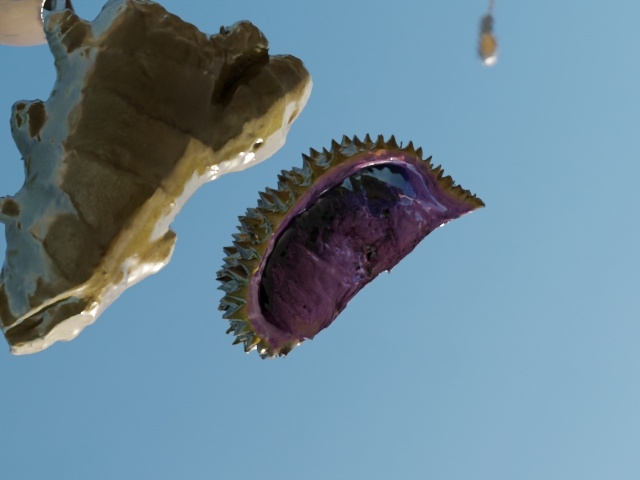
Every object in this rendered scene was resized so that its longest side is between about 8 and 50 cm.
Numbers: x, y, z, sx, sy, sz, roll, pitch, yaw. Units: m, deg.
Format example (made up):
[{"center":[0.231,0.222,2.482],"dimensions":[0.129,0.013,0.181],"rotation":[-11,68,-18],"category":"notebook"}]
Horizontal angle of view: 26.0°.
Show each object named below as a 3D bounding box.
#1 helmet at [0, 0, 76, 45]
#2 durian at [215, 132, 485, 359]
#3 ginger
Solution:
[{"center":[-0.286,-0.256,1.141],"dimensions":[0.198,0.130,0.224],"rotation":[-100,-2,-55],"category":"helmet"},{"center":[-0.011,-0.011,1.366],"dimensions":[0.260,0.186,0.154],"rotation":[-45,-69,-11],"category":"durian"},{"center":[-0.099,-0.043,0.668],"dimensions":[0.205,0.081,0.115],"rotation":[-48,-46,-15],"category":"ginger"}]
